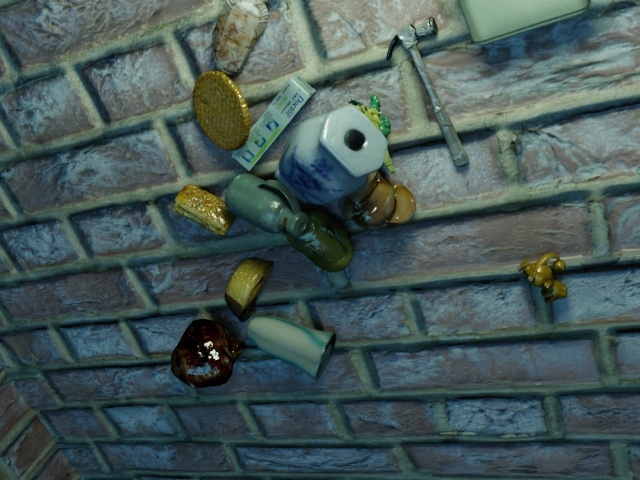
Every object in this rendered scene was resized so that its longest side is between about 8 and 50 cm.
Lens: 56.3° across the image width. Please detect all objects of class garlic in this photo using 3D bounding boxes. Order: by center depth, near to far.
[{"bbox_3d":[0.163,-0.108,1.810,0.214,0.191,0.160,34,151,-18],"label":"garlic"}]

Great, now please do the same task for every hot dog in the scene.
[{"bbox_3d":[-0.237,-0.581,1.703,0.131,0.069,0.252,26,129,-9],"label":"hot dog"}]

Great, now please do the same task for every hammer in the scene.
[{"bbox_3d":[0.323,-0.389,1.644,0.152,0.044,0.426,-20,113,29],"label":"hammer"}]

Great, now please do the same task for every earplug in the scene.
[{"bbox_3d":[-0.123,0.365,2.201,0.324,0.185,0.184,21,125,13],"label":"earplug"}]

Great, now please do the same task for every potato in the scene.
[{"bbox_3d":[0.000,0.000,1.934,0.248,0.143,0.169,44,138,-13],"label":"potato"}]

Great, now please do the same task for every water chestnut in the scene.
[{"bbox_3d":[-0.434,0.442,2.298,0.244,0.289,0.289,31,126,-14],"label":"water chestnut"}]

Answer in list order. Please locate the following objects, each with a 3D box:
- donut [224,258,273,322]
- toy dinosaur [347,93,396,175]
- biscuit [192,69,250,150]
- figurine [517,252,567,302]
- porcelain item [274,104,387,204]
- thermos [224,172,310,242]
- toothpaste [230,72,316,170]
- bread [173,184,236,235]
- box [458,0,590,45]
[{"bbox_3d":[-0.284,0.194,2.157,0.112,0.151,0.294,31,127,11],"label":"donut"},{"bbox_3d":[0.155,-0.304,1.700,0.094,0.153,0.259,-20,121,30],"label":"toy dinosaur"},{"bbox_3d":[-0.299,-0.390,1.808,0.254,0.035,0.253,25,131,33],"label":"biscuit"},{"bbox_3d":[0.695,0.110,1.810,0.122,0.121,0.176,-44,116,7],"label":"figurine"},{"bbox_3d":[0.010,-0.222,1.673,0.242,0.178,0.405,44,158,-11],"label":"porcelain item"},{"bbox_3d":[-0.157,-0.113,1.852,0.287,0.145,0.182,27,135,34],"label":"thermos"},{"bbox_3d":[-0.146,-0.351,1.812,0.081,0.067,0.336,41,124,-7],"label":"toothpaste"},{"bbox_3d":[-0.388,-0.105,2.024,0.211,0.113,0.083,26,141,1],"label":"bread"},{"bbox_3d":[0.469,-0.591,1.399,0.312,0.175,0.182,-11,125,24],"label":"box"}]
